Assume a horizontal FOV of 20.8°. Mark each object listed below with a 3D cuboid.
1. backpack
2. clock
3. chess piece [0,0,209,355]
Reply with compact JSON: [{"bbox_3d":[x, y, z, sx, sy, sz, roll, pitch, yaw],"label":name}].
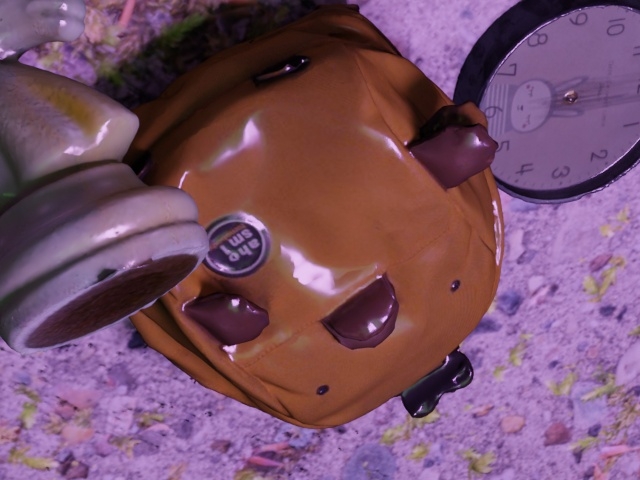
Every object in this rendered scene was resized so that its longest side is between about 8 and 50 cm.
[{"bbox_3d":[0.000,-0.005,1.467,0.353,0.201,0.378,-38,127,11],"label":"backpack"},{"bbox_3d":[0.226,-0.130,1.577,0.215,0.042,0.215,-12,127,-16],"label":"clock"},{"bbox_3d":[-0.217,-0.080,1.280,0.176,0.298,0.176,-29,169,-6],"label":"chess piece"}]
